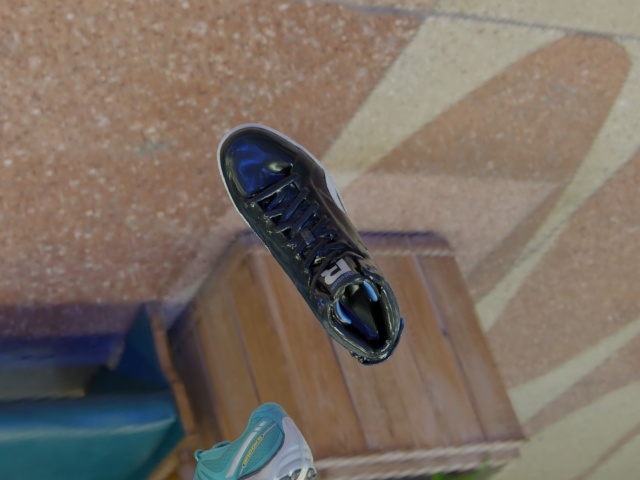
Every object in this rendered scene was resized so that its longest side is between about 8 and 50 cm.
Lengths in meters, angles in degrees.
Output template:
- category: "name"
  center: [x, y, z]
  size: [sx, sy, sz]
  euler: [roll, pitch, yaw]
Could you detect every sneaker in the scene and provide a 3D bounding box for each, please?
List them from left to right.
- category: "sneaker"
  center: [-0.106, 0.284, 1.297]
  size: [0.107, 0.110, 0.275]
  euler: [12, 133, -45]
- category: "sneaker"
  center: [0.000, 0.000, 0.911]
  size: [0.079, 0.217, 0.121]
  euler: [-36, -169, -1]
